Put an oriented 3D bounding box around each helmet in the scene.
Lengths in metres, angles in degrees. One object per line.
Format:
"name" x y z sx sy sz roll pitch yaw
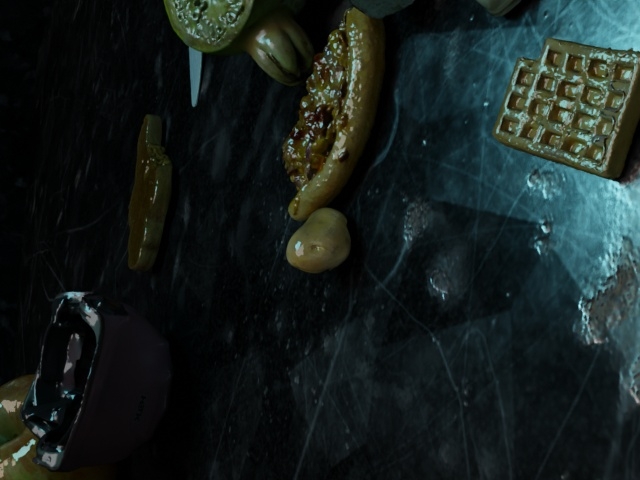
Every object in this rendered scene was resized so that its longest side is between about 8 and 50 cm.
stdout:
"helmet" -0.332 0.226 1.320 0.338 0.197 0.270 12 84 58

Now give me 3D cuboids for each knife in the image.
"knife" -0.224 -0.359 1.500 0.063 0.035 0.260 -37 55 47

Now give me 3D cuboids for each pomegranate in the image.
"pomegranate" -0.074 -0.319 1.059 0.241 0.159 0.189 34 124 32

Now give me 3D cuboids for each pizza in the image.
"pizza" 0.012 -0.133 0.912 0.246 0.058 0.127 -63 30 26

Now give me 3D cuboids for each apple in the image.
"apple" -0.503 0.413 1.533 0.301 0.302 0.301 -31 54 57

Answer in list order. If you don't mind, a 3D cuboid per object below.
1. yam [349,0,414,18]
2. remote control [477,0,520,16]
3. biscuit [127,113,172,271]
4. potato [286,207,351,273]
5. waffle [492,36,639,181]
"yam" 0.038 -0.339 0.890 0.106 0.106 0.259 -61 34 34
"remote control" 0.145 -0.336 0.738 0.090 0.038 0.309 -44 43 52
"biscuit" -0.316 -0.098 1.568 0.183 0.047 0.319 -50 39 42
"potato" 0.000 0.000 0.889 0.062 0.068 0.083 70 -156 -53
"waffle" 0.180 -0.100 0.610 0.135 0.021 0.092 39 117 59
